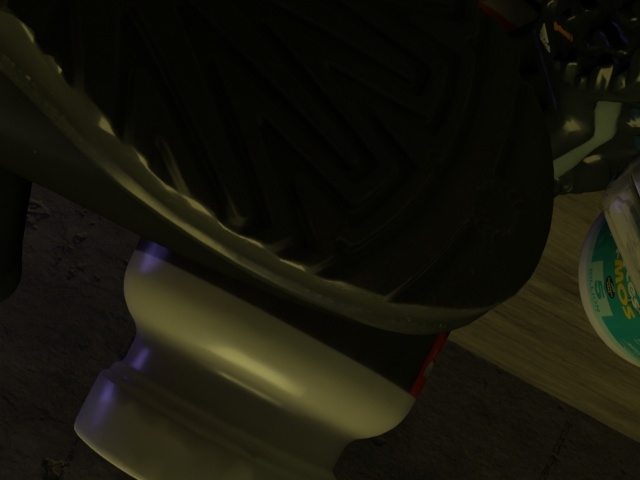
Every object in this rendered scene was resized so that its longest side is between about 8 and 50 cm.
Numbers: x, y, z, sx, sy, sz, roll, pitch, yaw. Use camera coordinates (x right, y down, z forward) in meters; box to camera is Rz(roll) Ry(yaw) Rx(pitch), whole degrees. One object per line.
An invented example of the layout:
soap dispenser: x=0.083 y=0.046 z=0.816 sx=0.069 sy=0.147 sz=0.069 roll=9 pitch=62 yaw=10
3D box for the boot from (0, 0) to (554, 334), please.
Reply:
boot: x=-0.150 y=-0.034 z=0.546 sx=0.367 sy=0.146 sz=0.445 roll=36 pitch=149 yaw=-8

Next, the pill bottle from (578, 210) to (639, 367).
pill bottle: x=0.273 y=0.016 z=0.742 sx=0.146 sy=0.146 sz=0.264 roll=28 pitch=172 yaw=-2

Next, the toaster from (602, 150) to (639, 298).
toaster: x=0.227 y=-0.005 z=0.498 sx=0.227 sy=0.146 sz=0.129 roll=18 pitch=-135 yaw=-47

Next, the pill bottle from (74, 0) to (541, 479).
pill bottle: x=0.000 y=0.000 z=0.761 sx=0.210 sy=0.363 sz=0.210 roll=27 pitch=173 yaw=4

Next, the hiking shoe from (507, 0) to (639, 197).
hiking shoe: x=0.171 y=-0.105 z=0.552 sx=0.132 sy=0.113 sz=0.304 roll=-7 pitch=167 yaw=-12
